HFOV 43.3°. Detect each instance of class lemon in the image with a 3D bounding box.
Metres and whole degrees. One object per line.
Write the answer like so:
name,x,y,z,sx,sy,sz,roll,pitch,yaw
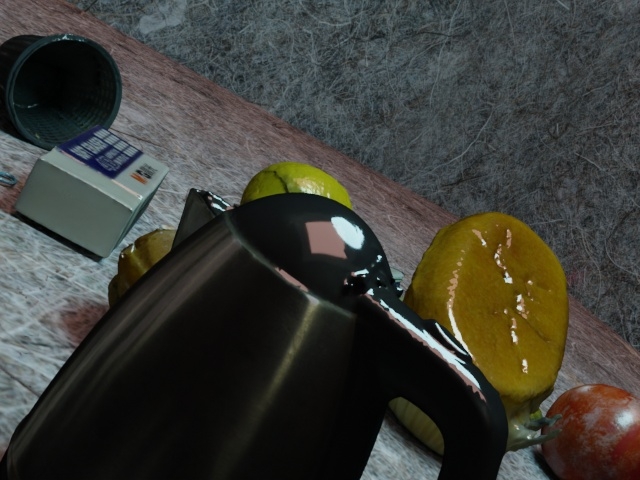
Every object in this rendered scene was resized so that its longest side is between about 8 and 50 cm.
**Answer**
lemon,-0.037,-0.038,1.306,0.193,0.181,0.180,31,12,-16

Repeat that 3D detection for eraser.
eraser,-0.282,-0.070,1.032,0.124,0.081,0.279,31,12,-9

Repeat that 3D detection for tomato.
tomato,0.405,0.302,1.156,0.187,0.151,0.187,33,-30,22

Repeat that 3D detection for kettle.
kettle,-0.050,0.100,0.497,0.207,0.271,0.251,26,13,-28

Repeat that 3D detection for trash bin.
trash bin,-0.415,-0.238,1.213,0.161,0.176,0.175,28,6,42

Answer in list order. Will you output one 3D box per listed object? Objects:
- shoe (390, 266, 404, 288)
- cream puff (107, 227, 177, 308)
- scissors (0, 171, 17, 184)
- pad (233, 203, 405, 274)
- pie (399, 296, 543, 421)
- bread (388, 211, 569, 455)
shoe,0.080,0.087,1.349,0.142,0.071,0.063,-17,25,-40
cream puff,-0.133,0.068,0.786,0.150,0.115,0.165,11,33,-43
scissors,-0.391,-0.074,0.935,0.058,0.014,0.119,29,9,-11
pad,0.000,-0.001,1.526,0.299,0.005,0.202,27,9,26
pie,0.220,0.199,1.276,0.323,0.071,0.323,34,15,-10
bread,0.214,0.111,1.090,0.236,0.183,0.389,26,36,0
